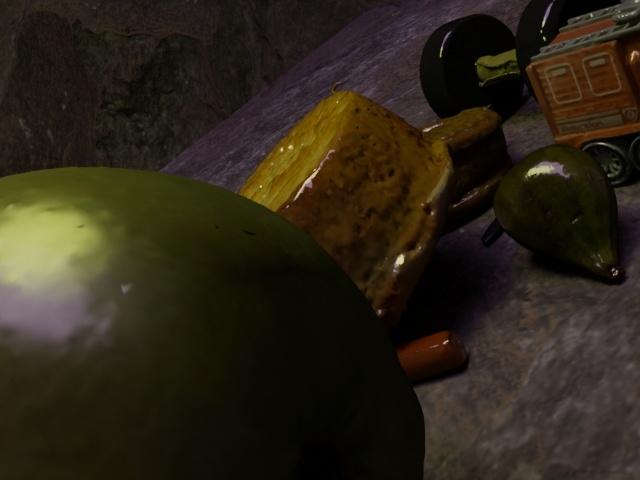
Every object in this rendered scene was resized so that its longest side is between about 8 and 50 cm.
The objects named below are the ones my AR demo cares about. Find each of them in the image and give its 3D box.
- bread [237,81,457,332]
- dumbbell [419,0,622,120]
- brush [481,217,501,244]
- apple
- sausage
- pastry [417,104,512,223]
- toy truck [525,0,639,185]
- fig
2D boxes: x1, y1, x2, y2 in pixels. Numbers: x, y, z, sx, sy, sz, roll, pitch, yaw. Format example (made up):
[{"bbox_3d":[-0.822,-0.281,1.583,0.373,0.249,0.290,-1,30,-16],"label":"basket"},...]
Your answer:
[{"bbox_3d":[0.000,0.000,1.040,0.398,0.215,0.398,-45,16,17],"label":"bread"},{"bbox_3d":[0.336,-0.301,1.365,0.204,0.203,0.322,-40,21,-23],"label":"dumbbell"},{"bbox_3d":[0.274,-0.054,1.140,0.063,0.016,0.193,-8,30,51],"label":"brush"},{"bbox_3d":[-0.150,0.163,0.629,0.474,0.473,0.473,-28,19,11],"label":"apple"},{"bbox_3d":[0.098,0.136,0.906,0.131,0.039,0.041,-22,26,30],"label":"sausage"},{"bbox_3d":[0.182,-0.107,1.271,0.240,0.132,0.235,-20,13,13],"label":"pastry"},{"bbox_3d":[0.447,-0.203,0.946,0.173,0.207,0.388,-44,23,-31],"label":"toy truck"},{"bbox_3d":[0.288,-0.018,0.938,0.133,0.184,0.126,-33,-20,12],"label":"fig"}]
